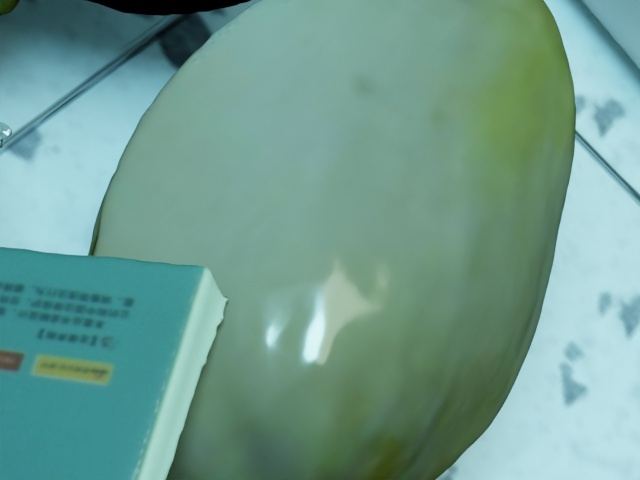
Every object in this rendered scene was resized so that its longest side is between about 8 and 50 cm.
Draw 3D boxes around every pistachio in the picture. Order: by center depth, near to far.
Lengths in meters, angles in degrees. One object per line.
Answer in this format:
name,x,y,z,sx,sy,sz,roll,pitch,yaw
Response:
pistachio,0.000,0.000,0.779,0.197,0.166,0.288,34,58,-20

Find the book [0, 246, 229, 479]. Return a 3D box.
book,-0.203,0.157,0.618,0.264,0.031,0.379,6,58,17

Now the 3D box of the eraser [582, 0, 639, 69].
eraser,0.184,-0.200,1.010,0.174,0.095,0.270,-35,83,-33

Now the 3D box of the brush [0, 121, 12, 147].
brush,-0.274,-0.091,0.735,0.314,0.017,0.090,30,53,13

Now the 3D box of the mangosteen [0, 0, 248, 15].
mangosteen,-0.104,-0.221,0.768,0.347,0.307,0.307,-37,84,-24
